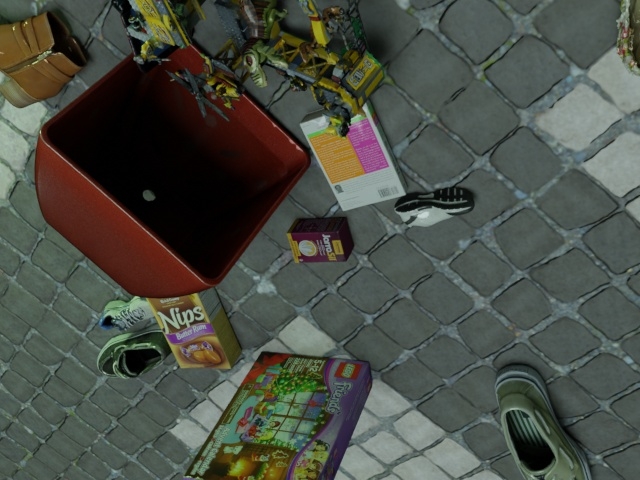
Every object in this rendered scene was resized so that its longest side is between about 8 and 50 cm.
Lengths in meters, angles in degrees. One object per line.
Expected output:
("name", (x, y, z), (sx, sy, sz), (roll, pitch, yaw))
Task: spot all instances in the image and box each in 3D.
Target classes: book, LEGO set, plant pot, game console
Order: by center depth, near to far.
("LEGO set", (-0.082, -0.215, 0.804), (0.255, 0.192, 0.331), (31, 163, 17))
("game console", (-0.175, -0.290, 0.910), (0.124, 0.144, 0.085), (-31, 109, 36))
("book", (0.047, -0.114, 1.019), (0.096, 0.035, 0.144), (-13, 118, 26))
("plant pot", (-0.223, -0.073, 1.030), (0.267, 0.267, 0.236), (43, 141, -10))

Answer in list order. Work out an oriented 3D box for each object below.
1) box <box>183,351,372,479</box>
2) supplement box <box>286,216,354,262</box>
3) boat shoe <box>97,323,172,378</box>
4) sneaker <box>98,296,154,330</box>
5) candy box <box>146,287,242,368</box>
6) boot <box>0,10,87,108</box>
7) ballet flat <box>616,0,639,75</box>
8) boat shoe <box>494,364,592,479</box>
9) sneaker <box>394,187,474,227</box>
("box", (-0.055, 0.292, 1.183), (0.201, 0.293, 0.057), (2, 122, 21))
("supplement box", (0.000, 0.000, 1.112), (0.083, 0.043, 0.055), (-3, 121, 23))
("boat shoe", (-0.349, 0.214, 1.393), (0.219, 0.070, 0.077), (-28, 110, 35))
("sneaker", (-0.336, 0.134, 1.338), (0.135, 0.058, 0.052), (-17, 116, 30))
("candy box", (-0.219, 0.135, 1.295), (0.109, 0.053, 0.186), (-4, 121, 26))
("boot", (-0.434, -0.289, 1.068), (0.152, 0.073, 0.197), (-19, 127, 33))
("ballet flat", (0.345, -0.271, 0.753), (0.091, 0.077, 0.240), (4, 125, 21))
("boat shoe", (0.338, 0.331, 1.178), (0.109, 0.094, 0.302), (-17, 116, 31))
("sneaker", (0.157, -0.042, 1.026), (0.109, 0.040, 0.043), (-4, 139, 29))
